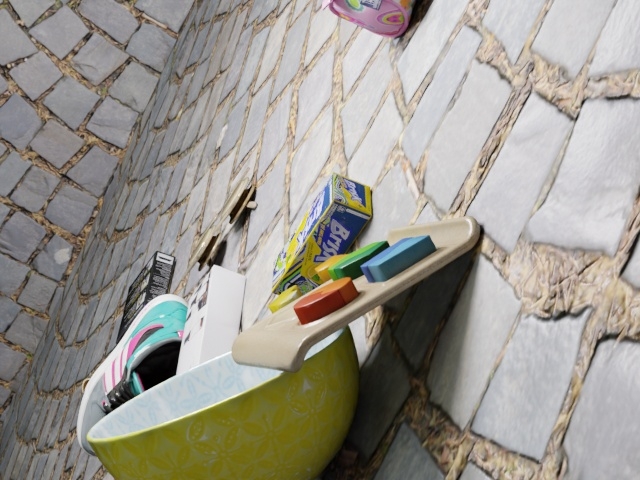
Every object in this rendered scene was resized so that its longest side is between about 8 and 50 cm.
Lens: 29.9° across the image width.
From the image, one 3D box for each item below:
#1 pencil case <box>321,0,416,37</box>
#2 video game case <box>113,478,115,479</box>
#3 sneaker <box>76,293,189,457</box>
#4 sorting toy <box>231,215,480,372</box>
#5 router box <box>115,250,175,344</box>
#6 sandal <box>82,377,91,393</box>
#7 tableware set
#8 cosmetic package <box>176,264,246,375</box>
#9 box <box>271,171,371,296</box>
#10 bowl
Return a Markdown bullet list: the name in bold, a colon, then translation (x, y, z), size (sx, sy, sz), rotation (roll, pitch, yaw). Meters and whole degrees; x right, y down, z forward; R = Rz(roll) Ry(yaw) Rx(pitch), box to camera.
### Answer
- **pencil case**: translation (0.092, -0.404, 1.531), size (0.124, 0.124, 0.284), rotation (-17, 54, 68)
- **video game case**: translation (-0.289, 0.324, 1.996), size (0.204, 0.025, 0.285), rotation (-21, 50, 67)
- **sneaker**: translation (-0.278, 0.240, 1.861), size (0.296, 0.123, 0.178), rotation (-60, 22, 8)
- **sorting toy**: translation (0.008, 0.048, 1.217), size (0.229, 0.041, 0.307), rotation (-35, 9, -19)
- **router box**: translation (-0.344, 0.119, 2.349), size (0.179, 0.046, 0.133), rotation (-46, 30, 52)
- **sandal**: translation (-0.427, 0.293, 2.344), size (0.088, 0.079, 0.240), rotation (-66, 18, 9)
- **tableware set**: translation (-0.158, -0.020, 1.974), size (0.194, 0.039, 0.128), rotation (-53, 11, 26)
- **cosmetic package**: translation (-0.167, 0.161, 1.759), size (0.099, 0.060, 0.239), rotation (-53, 24, 44)
- **box**: translation (0.000, 0.000, 1.457), size (0.169, 0.054, 0.059), rotation (-57, 21, 36)
- **bowl**: translation (-0.076, 0.209, 1.228), size (0.156, 0.289, 0.289), rotation (67, 161, -5)
